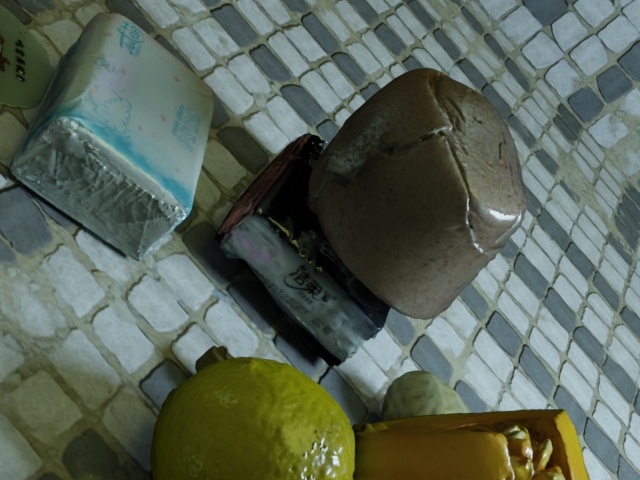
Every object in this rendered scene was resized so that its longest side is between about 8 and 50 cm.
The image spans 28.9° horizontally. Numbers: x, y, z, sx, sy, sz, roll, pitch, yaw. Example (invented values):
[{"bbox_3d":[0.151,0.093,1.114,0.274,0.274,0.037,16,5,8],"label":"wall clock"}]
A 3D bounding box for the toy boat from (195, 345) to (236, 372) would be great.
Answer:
[{"bbox_3d":[-0.059,0.198,1.422,0.206,0.064,0.072,43,11,-17],"label":"toy boat"}]

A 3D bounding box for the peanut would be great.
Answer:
[{"bbox_3d":[0.166,0.294,1.580,0.125,0.111,0.274,22,42,-57],"label":"peanut"}]

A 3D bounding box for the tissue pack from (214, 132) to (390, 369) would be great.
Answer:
[{"bbox_3d":[0.000,0.000,1.677,0.245,0.123,0.332,43,26,-7],"label":"tissue pack"}]

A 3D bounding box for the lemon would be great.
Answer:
[{"bbox_3d":[-0.068,0.213,1.239,0.231,0.192,0.192,30,22,21],"label":"lemon"}]

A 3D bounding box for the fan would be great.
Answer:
[{"bbox_3d":[-0.447,-0.261,1.453,0.329,0.009,0.191,27,37,-37],"label":"fan"}]

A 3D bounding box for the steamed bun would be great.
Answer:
[{"bbox_3d":[0.104,-0.078,1.555,0.199,0.251,0.301,17,36,-31],"label":"steamed bun"}]

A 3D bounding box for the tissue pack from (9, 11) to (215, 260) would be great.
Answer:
[{"bbox_3d":[-0.236,-0.130,1.487,0.201,0.124,0.271,41,29,-24],"label":"tissue pack"}]

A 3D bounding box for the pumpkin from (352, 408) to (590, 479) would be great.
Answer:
[{"bbox_3d":[0.155,0.304,1.360,0.303,0.256,0.225,5,78,-54],"label":"pumpkin"}]
